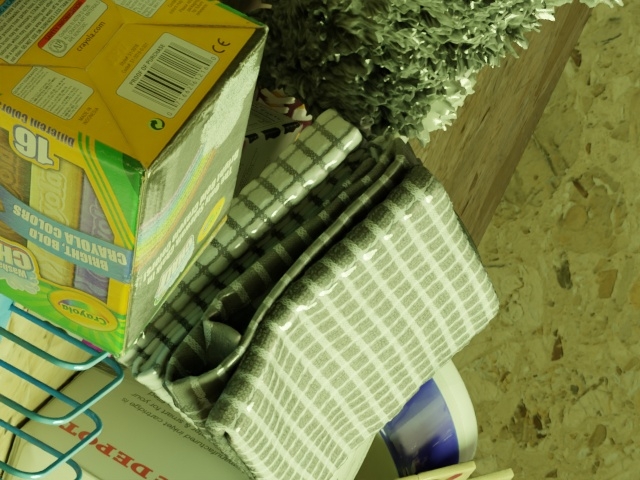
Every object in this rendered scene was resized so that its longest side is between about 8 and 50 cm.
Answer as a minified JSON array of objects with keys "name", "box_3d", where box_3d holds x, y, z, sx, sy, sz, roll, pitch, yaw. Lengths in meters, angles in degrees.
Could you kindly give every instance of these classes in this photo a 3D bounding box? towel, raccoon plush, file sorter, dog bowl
[{"name":"towel","box_3d":[0.001,0.059,1.296,0.235,0.121,0.283,-43,156,-4]},{"name":"raccoon plush","box_3d":[0.017,-0.178,1.207,0.299,0.216,0.446,-44,161,19]},{"name":"file sorter","box_3d":[-0.195,0.106,1.153,0.170,0.104,0.118,-67,169,21]},{"name":"dog bowl","box_3d":[0.025,0.149,1.836,0.104,0.265,0.265,-37,159,-27]}]

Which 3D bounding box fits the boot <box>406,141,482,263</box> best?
[{"name":"boot","box_3d":[0.000,0.000,1.729,0.229,0.263,0.091,-23,143,-20]}]

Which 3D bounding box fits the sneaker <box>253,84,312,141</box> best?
[{"name":"sneaker","box_3d":[-0.028,-0.126,1.492,0.084,0.069,0.185,76,36,-61]}]

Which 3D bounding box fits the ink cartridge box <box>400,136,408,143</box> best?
[{"name":"ink cartridge box","box_3d":[0.025,-0.120,1.653,0.255,0.097,0.189,-59,169,-19]}]

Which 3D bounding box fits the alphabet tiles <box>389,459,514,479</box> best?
[{"name":"alphabet tiles","box_3d":[0.023,0.294,1.787,0.285,0.011,0.342,-11,156,-20]}]

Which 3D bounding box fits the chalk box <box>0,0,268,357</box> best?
[{"name":"chalk box","box_3d":[-0.128,-0.038,1.039,0.132,0.132,0.213,-55,168,-38]}]

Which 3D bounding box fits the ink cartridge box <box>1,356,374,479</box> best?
[{"name":"ink cartridge box","box_3d":[-0.101,0.178,1.500,0.289,0.211,0.121,-44,161,-57]}]

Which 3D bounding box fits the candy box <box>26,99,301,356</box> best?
[{"name":"candy box","box_3d":[-0.107,-0.020,1.342,0.159,0.071,0.233,-64,168,14]}]
